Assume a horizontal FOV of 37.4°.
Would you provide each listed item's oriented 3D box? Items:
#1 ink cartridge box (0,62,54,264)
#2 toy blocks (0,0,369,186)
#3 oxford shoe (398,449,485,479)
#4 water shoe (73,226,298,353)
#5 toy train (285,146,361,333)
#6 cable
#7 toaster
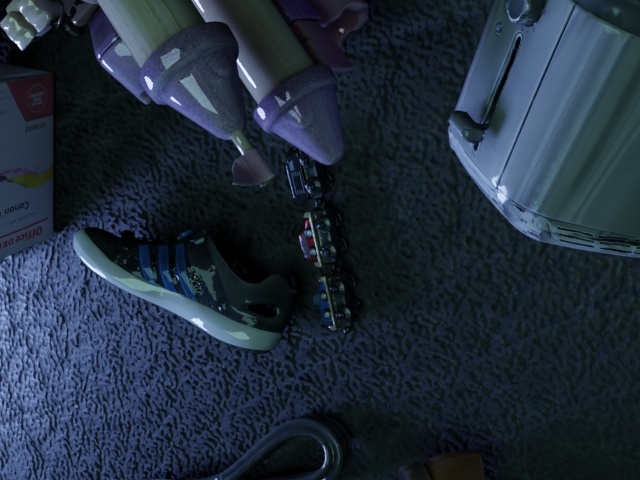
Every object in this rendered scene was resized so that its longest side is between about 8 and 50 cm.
[{"bbox_3d":[-0.295,-0.048,0.832,0.067,0.115,0.198,15,113,21],"label":"ink cartridge box"},{"bbox_3d":[-0.063,-0.143,0.589,0.309,0.288,0.260,-38,82,27],"label":"toy blocks"},{"bbox_3d":[0.127,0.263,0.758,0.076,0.076,0.212,-19,112,-10],"label":"oxford shoe"},{"bbox_3d":[-0.112,0.021,0.804,0.203,0.073,0.080,26,94,12],"label":"water shoe"},{"bbox_3d":[0.000,0.000,0.755,0.036,0.027,0.158,-7,103,31],"label":"toy train"},{"bbox_3d":[-0.087,0.236,0.874,0.287,0.072,0.139,-47,66,17],"label":"cable"},{"bbox_3d":[0.186,-0.078,0.559,0.146,0.227,0.129,-65,33,30],"label":"toaster"}]
